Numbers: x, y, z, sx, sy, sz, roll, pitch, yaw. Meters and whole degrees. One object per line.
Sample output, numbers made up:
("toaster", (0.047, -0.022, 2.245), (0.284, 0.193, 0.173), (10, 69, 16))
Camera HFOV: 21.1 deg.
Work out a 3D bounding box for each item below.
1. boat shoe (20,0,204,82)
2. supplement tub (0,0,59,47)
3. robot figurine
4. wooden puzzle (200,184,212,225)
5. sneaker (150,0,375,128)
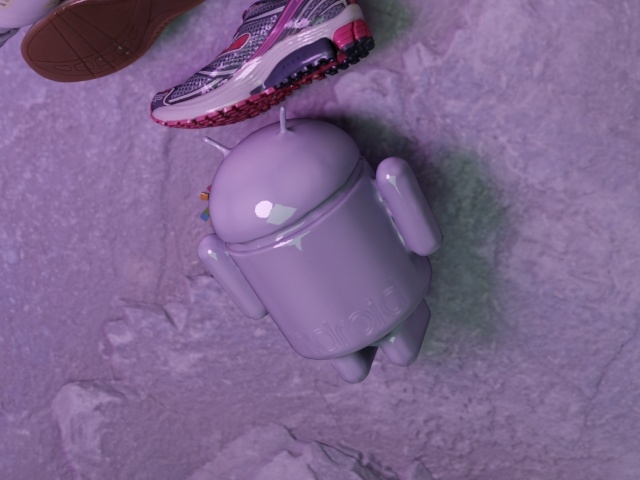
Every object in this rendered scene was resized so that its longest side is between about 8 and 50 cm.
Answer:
("boat shoe", (-0.221, -0.289, 2.005), (0.302, 0.098, 0.109), (-31, 122, 24))
("supplement tub", (-0.342, -0.384, 1.893), (0.235, 0.235, 0.325), (39, 120, -11))
("robot figurine", (0.000, 0.000, 2.060), (0.300, 0.200, 0.353), (-24, 112, 24))
("wooden puzzle", (-0.120, -0.033, 2.182), (0.083, 0.006, 0.049), (35, 121, -9))
("sneaker", (-0.076, -0.214, 2.017), (0.299, 0.121, 0.112), (-25, 82, 26))
